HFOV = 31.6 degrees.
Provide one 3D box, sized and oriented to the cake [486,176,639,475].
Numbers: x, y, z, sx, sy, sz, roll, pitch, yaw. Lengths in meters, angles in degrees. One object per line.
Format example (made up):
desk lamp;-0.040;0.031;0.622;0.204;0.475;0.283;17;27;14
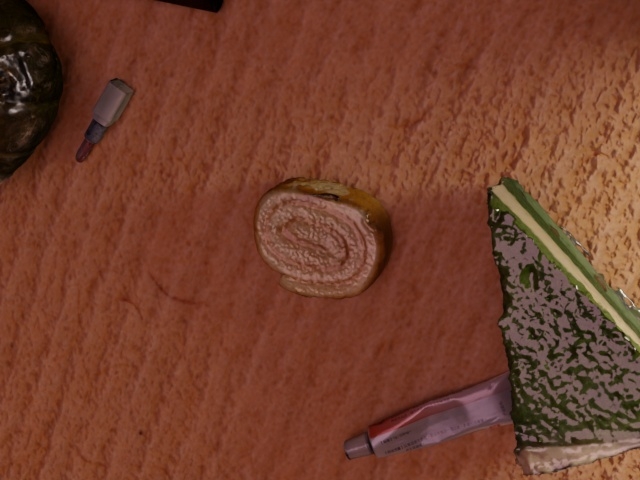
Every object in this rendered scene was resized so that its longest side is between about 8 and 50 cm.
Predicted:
cake;0.215;0.093;1.131;0.172;0.158;0.283;-41;86;18

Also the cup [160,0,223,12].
cup;-0.190;-0.321;1.130;0.177;0.166;0.239;-1;118;28

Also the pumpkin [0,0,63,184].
pumpkin;-0.410;-0.174;1.217;0.260;0.189;0.260;2;100;11

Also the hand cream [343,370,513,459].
hand cream;0.127;0.196;1.237;0.216;0.038;0.052;-19;119;10

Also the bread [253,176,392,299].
bread;0.000;0.000;1.208;0.149;0.073;0.122;12;105;11

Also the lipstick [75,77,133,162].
lipstick;-0.248;-0.131;1.270;0.025;0.025;0.107;36;112;5
